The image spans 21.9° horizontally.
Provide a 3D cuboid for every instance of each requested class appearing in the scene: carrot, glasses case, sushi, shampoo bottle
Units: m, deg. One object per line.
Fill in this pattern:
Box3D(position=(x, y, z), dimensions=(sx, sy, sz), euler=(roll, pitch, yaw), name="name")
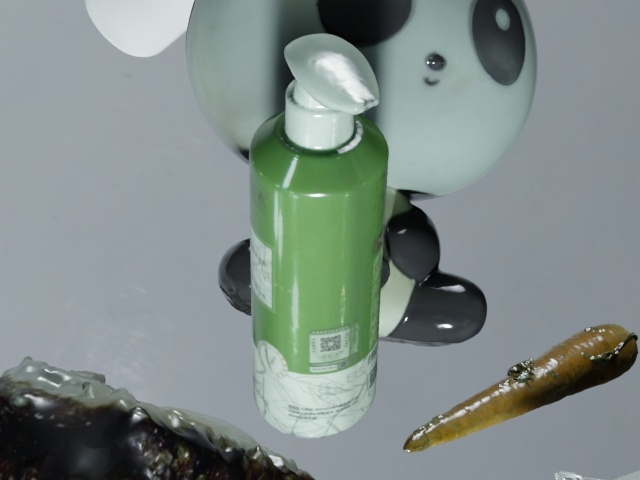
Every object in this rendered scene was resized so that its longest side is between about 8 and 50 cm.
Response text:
Box3D(position=(0.155, 0.114, 1.262), dimensions=(0.254, 0.049, 0.049), euler=(-20, 105, -38), name="carrot")
Box3D(position=(-0.083, -0.201, 1.136), dimensions=(0.197, 0.049, 0.076), euler=(-38, 100, 28), name="glasses case")
Box3D(position=(-0.141, 0.202, 1.236), dimensions=(0.182, 0.196, 0.343), euler=(-61, 152, -5), name="sushi")
Box3D(position=(0.000, 0.000, 0.727), dimensions=(0.065, 0.065, 0.204), euler=(-17, 136, -19), name="shampoo bottle")

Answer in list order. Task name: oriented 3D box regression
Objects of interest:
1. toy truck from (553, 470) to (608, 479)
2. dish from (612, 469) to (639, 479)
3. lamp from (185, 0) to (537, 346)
Box3D(position=(0.249, 0.359, 1.663), dimensions=(0.101, 0.125, 0.242), euler=(48, 57, -44), name="toy truck")
Box3D(position=(0.385, 0.307, 1.393), dimensions=(0.124, 0.324, 0.324), euler=(-34, 108, 1), name="dish")
Box3D(position=(0.019, -0.070, 0.903), dimensions=(0.197, 0.197, 0.244), euler=(11, 77, -23), name="lamp")
